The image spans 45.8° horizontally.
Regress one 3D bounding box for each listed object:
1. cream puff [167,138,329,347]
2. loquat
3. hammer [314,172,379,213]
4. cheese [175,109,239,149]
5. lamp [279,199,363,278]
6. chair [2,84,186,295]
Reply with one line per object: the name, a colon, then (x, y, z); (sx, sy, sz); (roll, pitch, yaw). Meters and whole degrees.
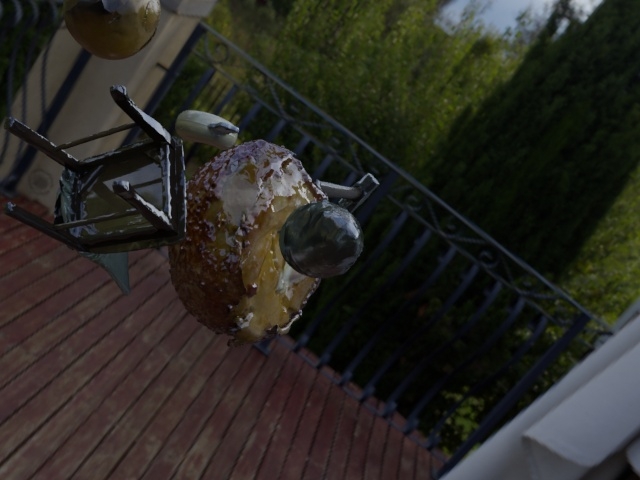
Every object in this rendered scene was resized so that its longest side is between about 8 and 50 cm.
cream puff: (-0.129, -0.005, 1.270); (0.229, 0.350, 0.350); (14, 2, 31)
loquat: (-0.502, -0.556, 1.827); (0.235, 0.235, 0.235); (35, 16, -11)
hammer: (0.047, -0.114, 1.757); (0.043, 0.111, 0.365); (48, 14, 11)
cheese: (-0.286, -0.284, 1.899); (0.164, 0.070, 0.249); (18, -3, -7)
lamp: (0.000, 0.000, 0.962); (0.101, 0.101, 0.250); (35, -6, -11)
chair: (-0.262, -0.048, 1.013); (0.319, 0.186, 0.160); (54, 25, -64)
